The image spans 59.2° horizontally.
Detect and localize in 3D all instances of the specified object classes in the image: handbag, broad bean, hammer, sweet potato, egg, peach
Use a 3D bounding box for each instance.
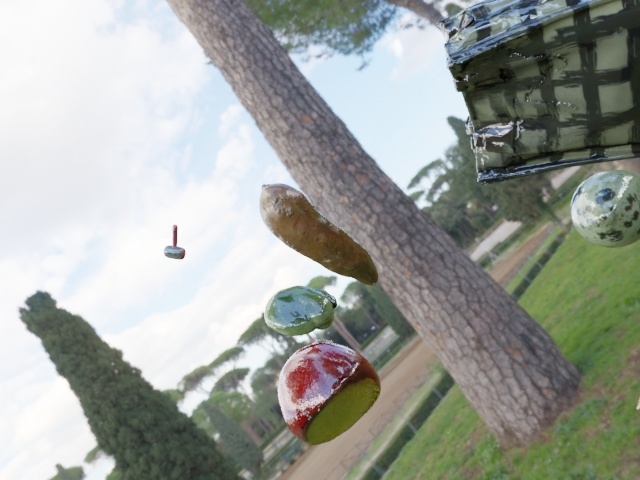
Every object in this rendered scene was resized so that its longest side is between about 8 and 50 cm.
[{"bbox_3d":[0.378,-0.256,0.887,0.327,0.162,0.325,-12,-43,20],"label":"handbag"},{"bbox_3d":[-0.061,0.210,1.730,0.228,0.169,0.100,-14,-35,-3],"label":"broad bean"},{"bbox_3d":[-0.333,0.003,1.289,0.031,0.053,0.083,-56,-26,-72],"label":"hammer"},{"bbox_3d":[0.001,0.001,1.034,0.097,0.292,0.097,-45,17,17],"label":"sweet potato"},{"bbox_3d":[0.653,-0.068,1.264,0.228,0.177,0.177,-21,-24,-53],"label":"egg"},{"bbox_3d":[0.018,0.383,1.475,0.274,0.245,0.249,-51,-11,30],"label":"peach"}]

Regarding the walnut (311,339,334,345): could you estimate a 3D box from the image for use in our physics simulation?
[{"bbox_3d":[0.006,0.359,1.729,0.124,0.105,0.105,-55,-14,11],"label":"walnut"}]

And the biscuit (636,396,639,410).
[{"bbox_3d":[0.885,0.393,1.484,0.188,0.056,0.052,-34,-34,-43],"label":"biscuit"}]
